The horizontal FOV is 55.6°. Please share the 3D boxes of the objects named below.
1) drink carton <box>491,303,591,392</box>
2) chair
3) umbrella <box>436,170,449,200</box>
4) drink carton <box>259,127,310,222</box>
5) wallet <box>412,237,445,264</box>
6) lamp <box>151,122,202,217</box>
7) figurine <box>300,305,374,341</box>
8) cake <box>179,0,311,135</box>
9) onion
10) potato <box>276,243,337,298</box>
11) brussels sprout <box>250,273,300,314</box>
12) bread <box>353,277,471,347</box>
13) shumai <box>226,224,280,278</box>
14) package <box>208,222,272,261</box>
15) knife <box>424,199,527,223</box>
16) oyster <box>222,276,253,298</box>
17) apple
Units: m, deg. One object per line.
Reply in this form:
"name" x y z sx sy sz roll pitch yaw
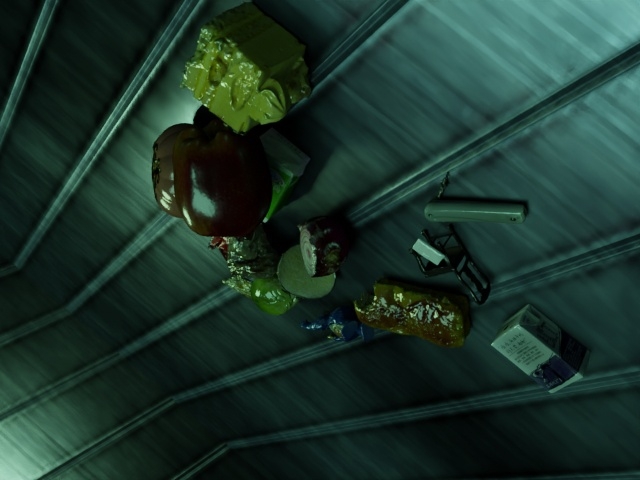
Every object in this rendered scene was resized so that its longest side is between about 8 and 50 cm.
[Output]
"drink carton" 0.608 0.300 1.683 0.222 0.102 0.134 39 142 4
"chair" 0.362 0.078 1.678 0.113 0.106 0.229 -18 112 45
"umbrella" 0.318 -0.131 1.599 0.022 0.022 0.149 0 145 -8
"drink carton" -0.157 -0.189 1.853 0.161 0.108 0.271 39 140 4
"wallet" 0.286 0.030 1.607 0.083 0.011 0.044 35 138 7
"lamp" -0.412 -0.218 1.928 0.239 0.305 0.305 0 143 -20
"figurine" 0.068 0.284 2.098 0.262 0.121 0.164 2 162 47
"cake" -0.172 -0.422 1.568 0.286 0.227 0.222 39 139 3
"onion" 0.000 0.000 1.889 0.218 0.140 0.195 -127 21 -52
"potato" -0.056 0.097 2.016 0.202 0.182 0.117 12 -179 -20
"brussels sprout" -0.165 0.188 2.169 0.180 0.144 0.161 -28 85 25
"bread" 0.270 0.214 1.872 0.380 0.109 0.185 10 131 35
"shumai" -0.226 0.033 2.077 0.184 0.185 0.218 4 -179 -8
"package" -0.303 -0.011 2.162 0.194 0.071 0.269 34 138 -13
"knife" 0.396 -0.070 1.566 0.265 0.041 0.073 3 142 34
"oyster" -0.292 0.181 2.350 0.121 0.045 0.146 -28 106 34
"apple" -0.272 -0.166 1.681 0.288 0.288 0.317 13 121 30
